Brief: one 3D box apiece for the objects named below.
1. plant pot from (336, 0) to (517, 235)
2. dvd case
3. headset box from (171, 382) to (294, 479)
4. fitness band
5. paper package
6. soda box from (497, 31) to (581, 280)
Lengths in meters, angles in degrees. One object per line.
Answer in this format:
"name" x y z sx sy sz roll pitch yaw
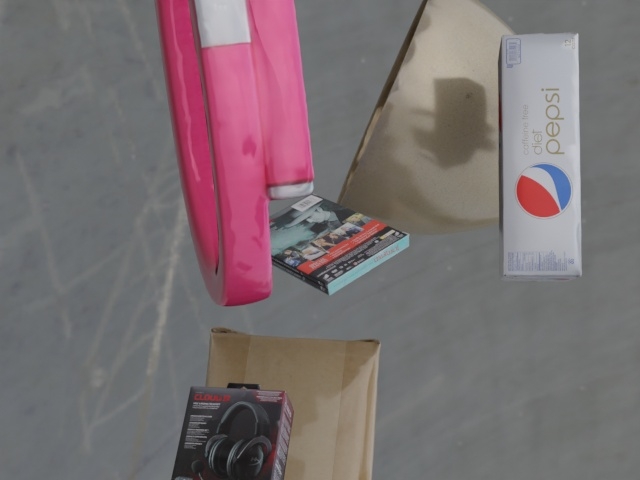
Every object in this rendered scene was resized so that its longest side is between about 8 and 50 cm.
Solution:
"plant pot" 0.154 -0.120 1.113 0.284 0.191 0.284 -158 -90 -88
"dvd case" 0.000 0.000 0.811 0.087 0.119 0.013 -31 128 -30
"headset box" -0.052 0.126 0.613 0.032 0.062 0.083 75 21 -56
"fitness band" -0.060 -0.106 0.608 0.209 0.054 0.291 -160 -117 -75
"paper package" -0.034 0.273 1.045 0.309 0.168 0.325 87 6 -75
"soda box" 0.195 -0.072 0.908 0.074 0.069 0.216 38 53 -81
